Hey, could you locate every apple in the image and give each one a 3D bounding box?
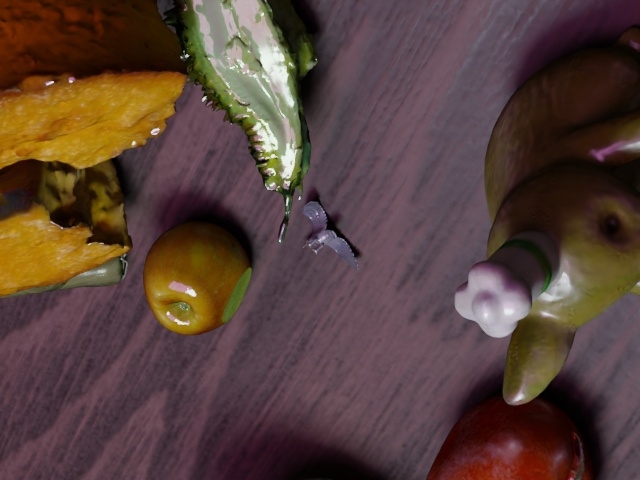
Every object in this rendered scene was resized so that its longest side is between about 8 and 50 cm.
[{"bbox_3d":[-0.126,0.039,1.795,0.099,0.102,0.114,25,131,6],"label":"apple"}]

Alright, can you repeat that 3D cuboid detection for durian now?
[{"bbox_3d":[-0.076,-0.174,1.613,0.132,0.107,0.375,-19,116,9],"label":"durian"}]

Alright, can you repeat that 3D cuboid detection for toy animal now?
[{"bbox_3d":[0.213,-0.010,1.445,0.180,0.363,0.181,-9,123,14],"label":"toy animal"},{"bbox_3d":[0.000,0.000,1.753,0.050,0.028,0.084,-24,109,27],"label":"toy animal"}]

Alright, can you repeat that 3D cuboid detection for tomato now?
[{"bbox_3d":[0.176,0.238,1.747,0.151,0.187,0.187,28,134,35],"label":"tomato"}]

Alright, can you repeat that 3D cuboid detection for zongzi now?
[{"bbox_3d":[-0.261,0.038,1.853,0.104,0.113,0.052,16,134,16],"label":"zongzi"}]

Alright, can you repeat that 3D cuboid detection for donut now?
[{"bbox_3d":[-0.323,-0.090,1.616,0.163,0.377,0.435,68,150,20],"label":"donut"}]

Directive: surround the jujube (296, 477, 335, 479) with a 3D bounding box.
[{"bbox_3d":[-0.024,0.384,1.850,0.215,0.308,0.246,-25,111,36],"label":"jujube"}]
